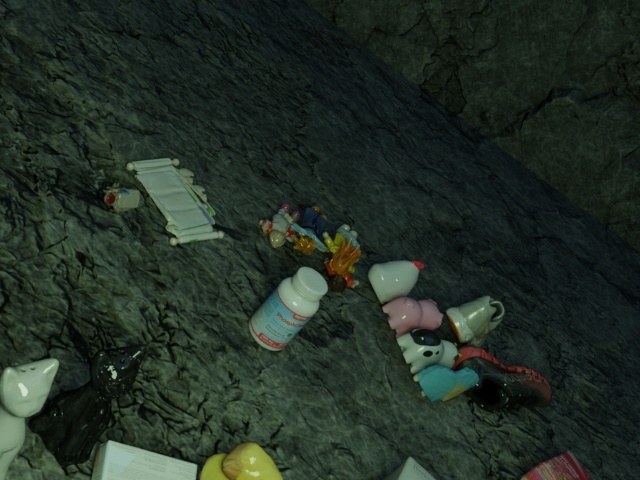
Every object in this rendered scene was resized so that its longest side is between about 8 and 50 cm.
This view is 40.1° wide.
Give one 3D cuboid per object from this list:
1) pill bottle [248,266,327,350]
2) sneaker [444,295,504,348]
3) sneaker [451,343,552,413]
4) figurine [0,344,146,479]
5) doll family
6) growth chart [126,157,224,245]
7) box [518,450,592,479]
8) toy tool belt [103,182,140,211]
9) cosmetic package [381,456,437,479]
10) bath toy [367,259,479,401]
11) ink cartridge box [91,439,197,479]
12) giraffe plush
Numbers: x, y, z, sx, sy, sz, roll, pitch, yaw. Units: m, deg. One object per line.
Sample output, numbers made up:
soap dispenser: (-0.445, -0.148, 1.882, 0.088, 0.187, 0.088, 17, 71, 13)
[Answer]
pill bottle: (-0.058, 0.125, 1.624, 0.087, 0.160, 0.087, 29, 31, -19)
sneaker: (0.372, 0.188, 2.014, 0.099, 0.121, 0.262, 63, 10, 17)
sneaker: (0.410, 0.332, 1.952, 0.276, 0.097, 0.135, 24, 33, -24)
figurine: (-0.348, 0.211, 1.119, 0.215, 0.209, 0.092, -4, 51, -51)
doll family: (0.000, 0.000, 1.904, 0.263, 0.118, 0.163, 35, 30, -9)
growth chart: (-0.290, -0.085, 1.784, 0.172, 0.021, 0.237, -2, 50, -51)
box: (0.501, 0.559, 1.719, 0.128, 0.122, 0.257, -1, 49, -49)
toy tool belt: (-0.384, -0.082, 1.652, 0.051, 0.052, 0.083, 21, 12, 35)
cosmetic package: (0.155, 0.506, 1.377, 0.224, 0.138, 0.225, 42, 28, 2)
bath toy: (0.218, 0.178, 1.909, 0.348, 0.129, 0.151, 66, 4, 37)
ink cartridge box: (-0.247, 0.379, 1.201, 0.145, 0.045, 0.179, 24, 51, -28)
giraffe plush: (-0.102, 0.408, 1.193, 0.210, 0.181, 0.170, 27, 40, 10)
